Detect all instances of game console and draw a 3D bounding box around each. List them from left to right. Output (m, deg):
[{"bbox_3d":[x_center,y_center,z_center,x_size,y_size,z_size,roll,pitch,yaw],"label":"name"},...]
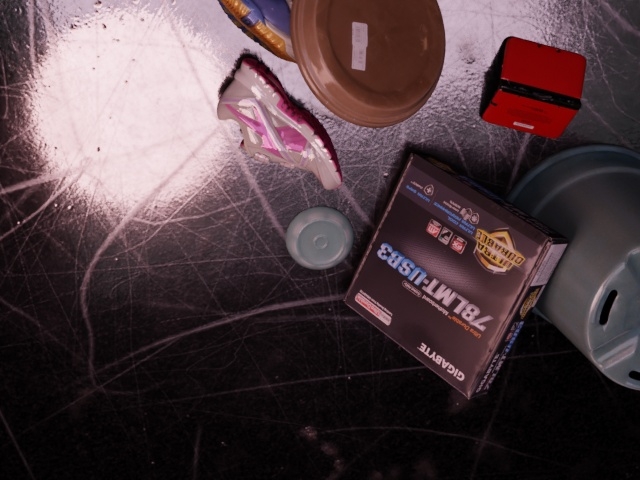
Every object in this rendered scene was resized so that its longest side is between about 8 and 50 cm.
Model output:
[{"bbox_3d":[0.353,-0.250,1.476,0.144,0.085,0.124,12,141,-10],"label":"game console"}]

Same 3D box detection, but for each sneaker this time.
[{"bbox_3d":[-0.066,-0.167,1.426,0.111,0.103,0.252,-41,104,15],"label":"sneaker"},{"bbox_3d":[-0.020,-0.331,1.367,0.296,0.112,0.131,33,92,-23],"label":"sneaker"}]

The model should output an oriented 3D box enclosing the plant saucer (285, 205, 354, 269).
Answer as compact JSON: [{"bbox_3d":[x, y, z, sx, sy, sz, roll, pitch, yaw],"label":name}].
[{"bbox_3d":[0.000,0.000,1.535,0.119,0.021,0.119,-2,112,-5],"label":"plant saucer"}]

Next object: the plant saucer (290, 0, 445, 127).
[{"bbox_3d":[0.084,-0.309,1.334,0.278,0.041,0.278,0,91,-30],"label":"plant saucer"}]

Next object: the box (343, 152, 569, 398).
[{"bbox_3d":[0.209,0.052,1.450,0.073,0.295,0.293,2,119,-51],"label":"box"}]

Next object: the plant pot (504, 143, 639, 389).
[{"bbox_3d":[0.491,0.052,1.441,0.341,0.334,0.341,-2,112,-6],"label":"plant pot"}]
